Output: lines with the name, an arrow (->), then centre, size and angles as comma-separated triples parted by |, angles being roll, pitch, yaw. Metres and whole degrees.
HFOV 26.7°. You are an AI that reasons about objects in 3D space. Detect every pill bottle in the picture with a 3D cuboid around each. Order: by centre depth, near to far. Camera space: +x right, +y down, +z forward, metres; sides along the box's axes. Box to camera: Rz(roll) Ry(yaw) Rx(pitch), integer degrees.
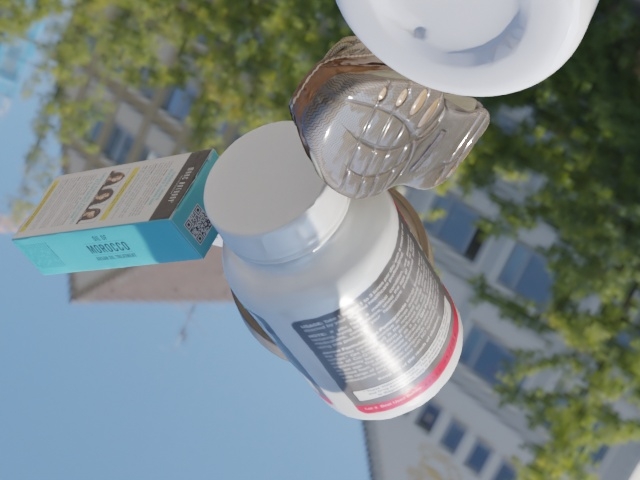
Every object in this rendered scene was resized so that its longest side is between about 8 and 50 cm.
pill bottle -> 0.115, -0.216, 0.779 | 0.146, 0.146, 0.264 | 26, -128, 4
pill bottle -> 0.012, 0.031, 1.317 | 0.176, 0.176, 0.318 | 41, 170, 41

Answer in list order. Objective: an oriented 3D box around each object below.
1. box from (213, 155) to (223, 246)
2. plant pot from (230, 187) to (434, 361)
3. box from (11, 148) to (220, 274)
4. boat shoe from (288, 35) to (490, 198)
box -> -0.096, -0.044, 1.852 | 0.186, 0.038, 0.145 | 14, -135, 13
plant pot -> 0.000, 0.000, 2.022 | 0.323, 0.323, 0.280 | 32, 165, 20
box -> -0.202, -0.026, 1.394 | 0.244, 0.100, 0.060 | -6, 133, 39
boat shoe -> 0.041, -0.113, 1.156 | 0.116, 0.123, 0.324 | 44, -168, 17
